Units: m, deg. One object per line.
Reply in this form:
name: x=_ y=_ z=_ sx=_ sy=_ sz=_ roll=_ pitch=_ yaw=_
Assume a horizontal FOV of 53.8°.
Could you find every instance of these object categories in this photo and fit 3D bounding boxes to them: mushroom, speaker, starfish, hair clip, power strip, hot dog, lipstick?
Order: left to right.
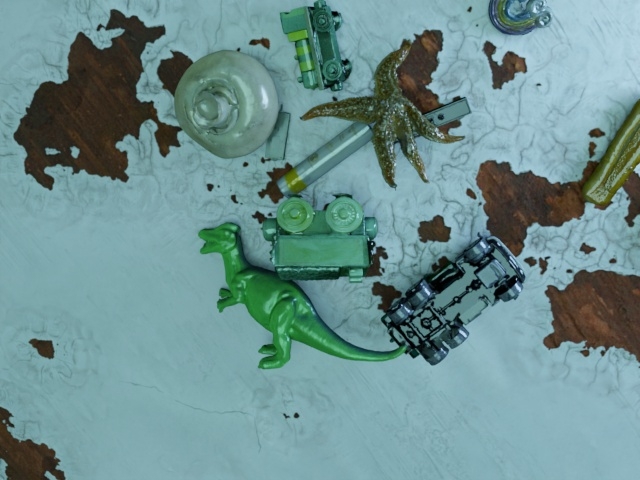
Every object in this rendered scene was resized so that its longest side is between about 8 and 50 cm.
mushroom: x=-0.222 y=-0.306 z=1.436 sx=0.245 sy=0.202 sz=0.246 roll=6 pitch=110 yaw=17
power strip: x=-0.102 y=-0.260 z=1.522 sx=0.050 sy=0.019 sz=0.136 roll=11 pitch=106 yaw=7
lipstick: x=0.013 y=-0.195 z=1.502 sx=0.263 sy=0.059 sz=0.059 roll=-34 pitch=98 yaw=15
starfish: x=0.154 y=-0.247 z=1.396 sx=0.301 sy=0.084 sz=0.294 roll=-34 pitch=84 yaw=-3
speaker: x=0.250 y=-0.276 z=1.453 sx=0.191 sy=0.046 sz=0.040 roll=-20 pitch=100 yaw=13
hair clip: x=0.420 y=-0.514 z=1.369 sx=0.116 sy=0.049 sz=0.172 roll=-30 pitch=107 yaw=28
hot dog: x=0.680 y=-0.206 z=1.400 sx=0.087 sy=0.061 sz=0.286 roll=33 pitch=108 yaw=2

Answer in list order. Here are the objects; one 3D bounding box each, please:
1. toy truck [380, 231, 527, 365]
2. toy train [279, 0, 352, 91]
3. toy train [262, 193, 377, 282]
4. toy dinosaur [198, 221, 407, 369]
toy truck: x=0.299 y=0.135 z=1.486 sx=0.363 sy=0.178 sz=0.177 roll=-40 pitch=91 yaw=16
toy train: x=-0.008 y=-0.436 z=1.435 sx=0.132 sy=0.083 sz=0.200 roll=-6 pitch=104 yaw=21
toy train: x=0.000 y=0.000 z=1.473 sx=0.271 sy=0.159 sz=0.189 roll=-1 pitch=75 yaw=-1
toy dinosaur: x=-0.050 y=0.119 z=1.549 sx=0.499 sy=0.144 sz=0.375 roll=-8 pitch=89 yaw=16
